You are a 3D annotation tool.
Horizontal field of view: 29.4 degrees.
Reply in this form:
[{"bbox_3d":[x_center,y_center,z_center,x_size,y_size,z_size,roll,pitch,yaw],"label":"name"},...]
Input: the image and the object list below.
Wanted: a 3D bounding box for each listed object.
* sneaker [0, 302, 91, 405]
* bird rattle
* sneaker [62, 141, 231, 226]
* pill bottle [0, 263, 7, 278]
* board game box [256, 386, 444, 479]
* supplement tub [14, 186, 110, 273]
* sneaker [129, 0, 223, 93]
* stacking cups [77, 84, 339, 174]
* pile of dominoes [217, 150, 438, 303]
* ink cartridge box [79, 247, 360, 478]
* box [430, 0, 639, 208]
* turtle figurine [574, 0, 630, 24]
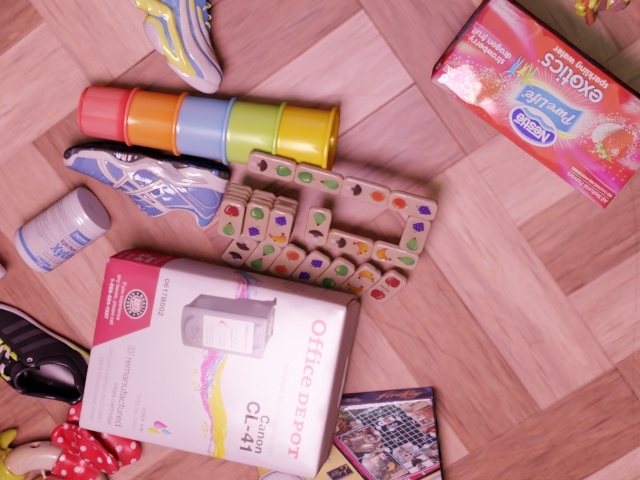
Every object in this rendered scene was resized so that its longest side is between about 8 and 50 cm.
[{"bbox_3d":[-0.391,0.149,1.595,0.235,0.097,0.084,20,105,1],"label":"sneaker"},{"bbox_3d":[-0.363,0.322,1.650,0.254,0.143,0.207,-11,115,-4],"label":"bird rattle"},{"bbox_3d":[-0.222,-0.073,1.527,0.211,0.080,0.081,13,104,3],"label":"sneaker"},{"bbox_3d":[-0.508,-0.005,1.557,0.121,0.121,0.216,-41,97,14],"label":"pill bottle"},{"bbox_3d":[0.037,0.285,1.611,0.243,0.042,0.165,-5,104,8],"label":"board game box"},{"bbox_3d":[-0.331,-0.012,1.560,0.107,0.071,0.071,-33,99,14],"label":"supplement tub"},{"bbox_3d":[-0.162,-0.299,1.456,0.126,0.091,0.240,-32,98,13],"label":"sneaker"},{"bbox_3d":[-0.138,-0.144,1.495,0.316,0.096,0.096,11,106,5],"label":"stacking cups"},{"bbox_3d":[0.000,0.000,1.498,0.251,0.040,0.196,15,134,2],"label":"pile of dominoes"},{"bbox_3d":[-0.124,0.149,1.525,0.306,0.131,0.226,11,94,9],"label":"ink cartridge box"},{"bbox_3d":[0.266,-0.168,1.425,0.257,0.122,0.128,37,106,-4],"label":"box"},{"bbox_3d":[0.394,-0.263,1.397,0.270,0.087,0.217,-12,114,40],"label":"turtle figurine"}]
